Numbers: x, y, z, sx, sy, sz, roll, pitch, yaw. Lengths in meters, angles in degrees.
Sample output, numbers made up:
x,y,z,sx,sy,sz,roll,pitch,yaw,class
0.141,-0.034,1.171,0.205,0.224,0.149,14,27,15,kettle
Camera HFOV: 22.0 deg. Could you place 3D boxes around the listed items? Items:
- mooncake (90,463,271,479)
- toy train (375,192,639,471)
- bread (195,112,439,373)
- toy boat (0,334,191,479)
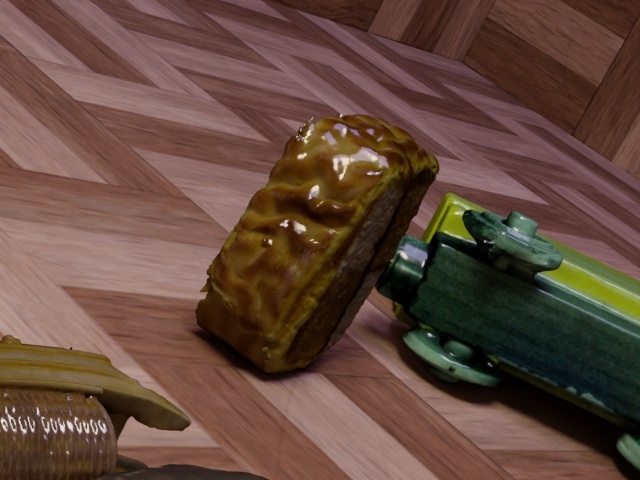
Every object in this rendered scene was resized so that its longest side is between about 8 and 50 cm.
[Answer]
x,y,z,sx,sy,sz,roll,pitch,yaw,class
-0.038,0.223,0.690,0.290,0.161,0.290,21,18,-7,mooncake
0.260,0.095,1.637,0.442,0.179,0.272,26,9,-3,toy train
0.000,0.000,1.384,0.096,0.222,0.181,34,12,17,bread
-0.204,0.109,0.928,0.310,0.089,0.115,10,26,-49,toy boat
